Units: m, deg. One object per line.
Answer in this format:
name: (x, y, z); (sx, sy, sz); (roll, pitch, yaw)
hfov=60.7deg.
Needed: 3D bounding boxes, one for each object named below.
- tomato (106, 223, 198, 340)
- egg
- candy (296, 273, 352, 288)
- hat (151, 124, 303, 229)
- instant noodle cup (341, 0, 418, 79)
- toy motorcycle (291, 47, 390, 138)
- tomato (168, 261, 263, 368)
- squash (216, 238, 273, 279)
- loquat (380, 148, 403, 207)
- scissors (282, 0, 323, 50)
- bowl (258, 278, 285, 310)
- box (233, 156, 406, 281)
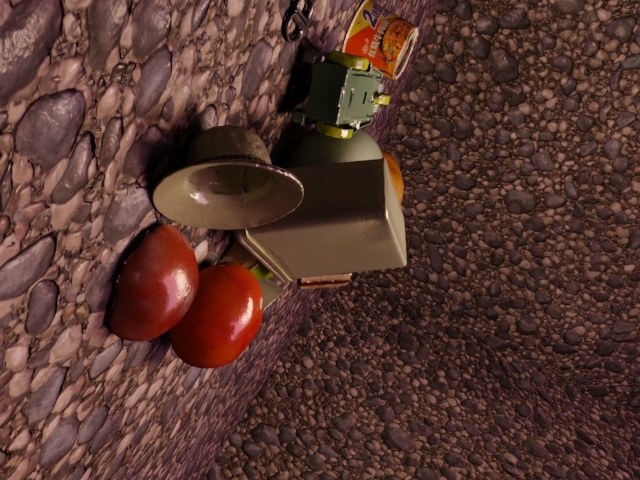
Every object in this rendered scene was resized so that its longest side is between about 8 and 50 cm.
tomato: (-0.282, 0.087, 0.996); (0.228, 0.112, 0.199); (-66, 174, 29)
egg: (0.038, -0.186, 1.551); (0.276, 0.276, 0.389); (-62, -172, -14)
candy: (0.000, 0.000, 1.803); (0.135, 0.179, 0.321); (107, -19, -47)
hat: (-0.160, -0.126, 0.949); (0.257, 0.257, 0.130); (93, -8, -68)
instant noodle cup: (0.183, -0.591, 1.635); (0.213, 0.174, 0.213); (-61, 171, -17)
toy motorcycle: (0.047, -0.380, 1.396); (0.326, 0.199, 0.191); (-29, 135, -64)
tomato: (-0.237, 0.177, 1.285); (0.260, 0.180, 0.260); (-58, 166, -24)
squash: (-0.186, 0.069, 1.535); (0.203, 0.111, 0.289); (-59, 172, -22)
loquat: (0.181, -0.221, 2.196); (0.329, 0.328, 0.328); (-62, 171, -17)
scissors: (-0.026, -0.472, 1.229); (0.109, 0.022, 0.300); (-62, 173, 9)
bowl: (-0.209, 0.172, 1.548); (0.211, 0.112, 0.211); (-40, 177, -2)
box: (0.015, -0.042, 1.323); (0.352, 0.343, 0.178); (56, 30, -61)
